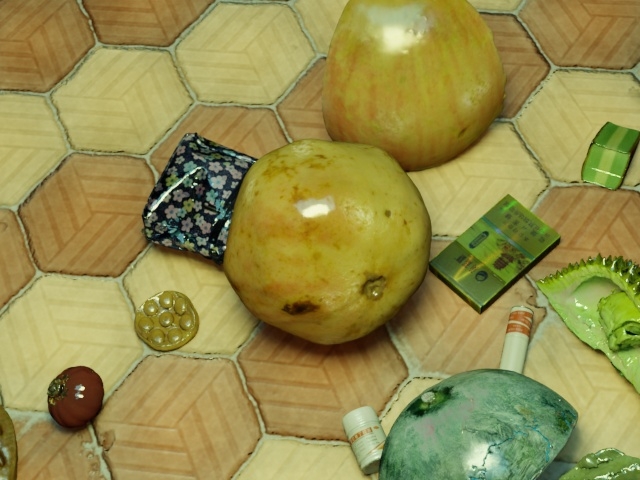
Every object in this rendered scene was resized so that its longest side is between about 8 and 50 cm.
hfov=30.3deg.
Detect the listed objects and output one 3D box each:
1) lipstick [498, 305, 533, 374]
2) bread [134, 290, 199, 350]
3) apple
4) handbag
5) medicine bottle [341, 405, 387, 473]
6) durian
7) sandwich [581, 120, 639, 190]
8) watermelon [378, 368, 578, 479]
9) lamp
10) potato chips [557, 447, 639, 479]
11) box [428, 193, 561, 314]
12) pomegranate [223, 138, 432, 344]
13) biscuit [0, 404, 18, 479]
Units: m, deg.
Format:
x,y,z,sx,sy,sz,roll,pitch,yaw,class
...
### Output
x,y,z,sx,sy,sz,roll,pitch,yaw,class
0.308,0.168,1.868,0.038,0.038,0.131,11,61,12,lipstick
-0.254,0.132,1.951,0.110,0.024,0.110,-3,59,5,bread
0.151,-0.285,2.000,0.314,0.309,0.252,-9,59,3,apple
-0.175,-0.066,2.004,0.207,0.127,0.229,22,63,10,handbag
0.073,0.304,1.798,0.057,0.057,0.089,-20,60,-6,medicine bottle
0.494,0.137,1.810,0.169,0.157,0.355,-53,41,22,durian
0.508,-0.149,2.059,0.074,0.074,0.116,20,31,17,sandwich
0.223,0.279,1.703,0.322,0.188,0.175,-40,89,-20,watermelon
-0.386,0.246,1.860,0.101,0.090,0.101,-27,44,30,lamp
0.377,0.497,1.577,0.389,0.097,0.373,-37,80,-9,potato chips
0.289,0.020,1.965,0.193,0.030,0.121,-39,63,-18,box
0.000,0.000,1.855,0.342,0.342,0.343,-2,59,4,pomegranate
-0.626,0.396,1.808,0.314,0.063,0.368,-1,60,4,biscuit
